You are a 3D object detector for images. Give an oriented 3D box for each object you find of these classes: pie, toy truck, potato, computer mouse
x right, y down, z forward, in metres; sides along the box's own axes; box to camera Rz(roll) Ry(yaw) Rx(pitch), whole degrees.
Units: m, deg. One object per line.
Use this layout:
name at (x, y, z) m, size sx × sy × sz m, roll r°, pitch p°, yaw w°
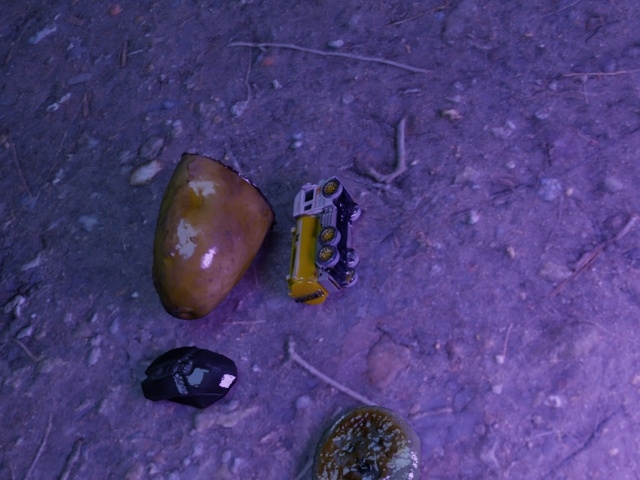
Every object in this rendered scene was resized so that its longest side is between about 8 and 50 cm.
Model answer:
pie at (0.069, 0.340, 1.473) m, size 0.186 × 0.041 × 0.187 m, roll -12°, pitch 53°, yaw 16°
toy truck at (0.000, 0.000, 1.718) m, size 0.114 × 0.098 × 0.227 m, roll -13°, pitch 53°, yaw 25°
potato at (-0.219, 0.014, 1.741) m, size 0.229 × 0.229 × 0.266 m, roll 4°, pitch 55°, yaw 28°
computer mouse at (-0.235, 0.236, 1.683) m, size 0.192 × 0.062 × 0.106 m, roll -3°, pitch 55°, yaw 22°
